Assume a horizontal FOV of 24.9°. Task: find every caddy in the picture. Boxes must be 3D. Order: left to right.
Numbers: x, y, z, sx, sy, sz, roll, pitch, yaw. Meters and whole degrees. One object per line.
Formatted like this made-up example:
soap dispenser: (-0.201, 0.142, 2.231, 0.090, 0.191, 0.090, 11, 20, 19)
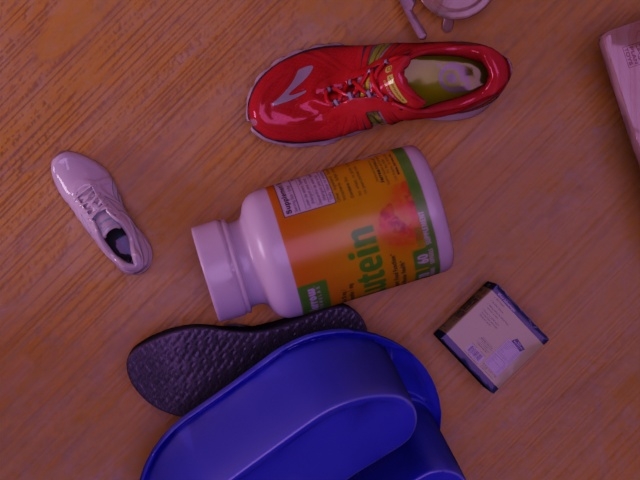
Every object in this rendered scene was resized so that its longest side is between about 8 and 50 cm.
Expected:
caddy: (-0.020, 0.243, 1.467, 0.341, 0.179, 0.241, -35, 116, -3)

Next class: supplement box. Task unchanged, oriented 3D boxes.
supplement box: (0.180, 0.101, 1.533, 0.083, 0.056, 0.083, -43, 94, -2)

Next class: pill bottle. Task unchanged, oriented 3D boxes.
pill bottle: (0.000, 0.000, 1.477, 0.246, 0.136, 0.136, -17, 93, -3)

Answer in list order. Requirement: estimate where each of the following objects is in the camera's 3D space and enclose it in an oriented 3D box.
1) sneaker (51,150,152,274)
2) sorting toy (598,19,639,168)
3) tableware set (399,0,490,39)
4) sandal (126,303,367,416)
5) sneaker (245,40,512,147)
sneaker: (-0.225, -0.030, 1.499, 0.054, 0.061, 0.152, -37, 92, 0)
sorting toy: (0.443, -0.132, 1.529, 0.256, 0.089, 0.257, -19, 93, -4)
tableware set: (0.119, -0.322, 1.527, 0.128, 0.039, 0.194, -28, 88, 9)
sandal: (-0.077, 0.125, 1.524, 0.255, 0.054, 0.097, -8, 100, -13)
sneaker: (0.059, -0.163, 1.485, 0.279, 0.118, 0.107, -11, 92, -4)
